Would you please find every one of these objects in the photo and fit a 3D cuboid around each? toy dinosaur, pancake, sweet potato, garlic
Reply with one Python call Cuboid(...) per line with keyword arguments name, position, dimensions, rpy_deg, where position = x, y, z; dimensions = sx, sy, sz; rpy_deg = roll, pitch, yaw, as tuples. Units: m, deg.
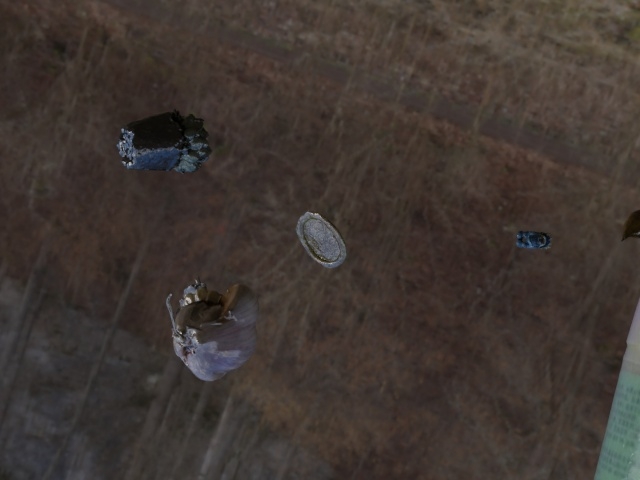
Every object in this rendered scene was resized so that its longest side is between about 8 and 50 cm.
Cuboid(name="toy dinosaur", position=(0.368, -0.001, 1.580), dimensions=(0.047, 0.031, 0.083), rpy_deg=(3, -178, 40))
Cuboid(name="pancake", position=(0.001, -0.001, 1.592), dimensions=(0.115, 0.115, 0.011), rpy_deg=(24, -136, 33))
Cuboid(name="sweet potato", position=(0.506, -0.025, 1.293), dimensions=(0.273, 0.067, 0.067), rpy_deg=(-4, -161, -32))
Cuboid(name="garlic", position=(-0.245, 0.151, 1.851), dimensions=(0.256, 0.207, 0.207), rpy_deg=(41, 173, -37))

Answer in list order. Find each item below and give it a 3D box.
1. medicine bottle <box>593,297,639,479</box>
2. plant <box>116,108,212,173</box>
Cuboid(name="medicine bottle", position=(0.486, 0.154, 1.106), dimensions=(0.235, 0.406, 0.236), rpy_deg=(15, 178, 1))
Cuboid(name="plant", position=(-0.234, -0.150, 1.411), dimensions=(0.143, 0.092, 0.094), rpy_deg=(-7, -128, -31))
